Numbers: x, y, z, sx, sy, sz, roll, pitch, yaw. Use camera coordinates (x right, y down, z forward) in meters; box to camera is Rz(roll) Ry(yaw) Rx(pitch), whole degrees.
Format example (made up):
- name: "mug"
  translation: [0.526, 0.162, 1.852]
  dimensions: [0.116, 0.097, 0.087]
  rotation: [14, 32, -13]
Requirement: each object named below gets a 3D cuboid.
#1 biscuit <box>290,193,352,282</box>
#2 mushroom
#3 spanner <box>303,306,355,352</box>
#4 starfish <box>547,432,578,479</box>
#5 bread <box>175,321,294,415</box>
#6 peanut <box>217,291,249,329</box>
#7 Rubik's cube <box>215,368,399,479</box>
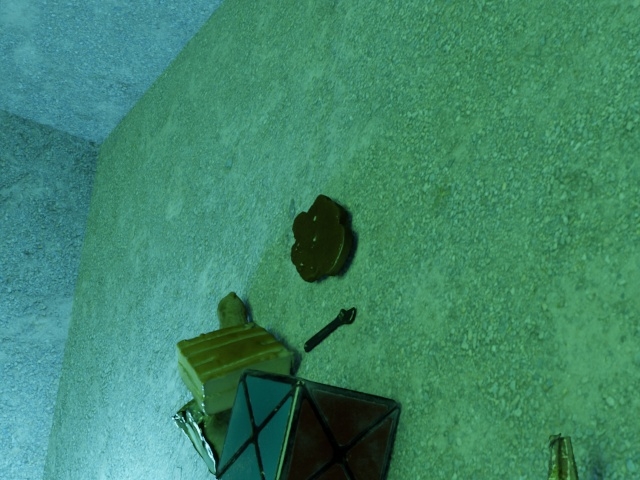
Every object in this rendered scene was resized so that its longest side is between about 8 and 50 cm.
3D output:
- name: "biscuit"
  translation: [0.000, 0.000, 2.130]
  dimensions: [0.208, 0.041, 0.290]
  rotation: [-65, 29, 9]
- name: "mushroom"
  translation: [-0.251, 0.467, 2.154]
  dimensions: [0.190, 0.164, 0.267]
  rotation: [57, 157, 2]
- name: "spanner"
  translation: [0.020, 0.210, 2.008]
  dimensions: [0.208, 0.012, 0.046]
  rotation: [-43, 41, 40]
- name: "starfish"
  translation: [0.303, 0.552, 1.237]
  dimensions: [0.398, 0.132, 0.384]
  rotation: [-41, 47, 21]
- name: "bread"
  translation: [-0.214, 0.303, 2.126]
  dimensions: [0.239, 0.246, 0.111]
  rotation: [-144, 43, -58]
- name: "peanut"
  translation: [-0.239, 0.227, 2.347]
  dimensions: [0.099, 0.099, 0.214]
  rotation: [-52, 37, 30]
- name: "Rubik's cube"
  translation: [-0.032, 0.413, 1.733]
  dimensions: [0.260, 0.254, 0.259]
  rotation: [-8, 66, 58]
